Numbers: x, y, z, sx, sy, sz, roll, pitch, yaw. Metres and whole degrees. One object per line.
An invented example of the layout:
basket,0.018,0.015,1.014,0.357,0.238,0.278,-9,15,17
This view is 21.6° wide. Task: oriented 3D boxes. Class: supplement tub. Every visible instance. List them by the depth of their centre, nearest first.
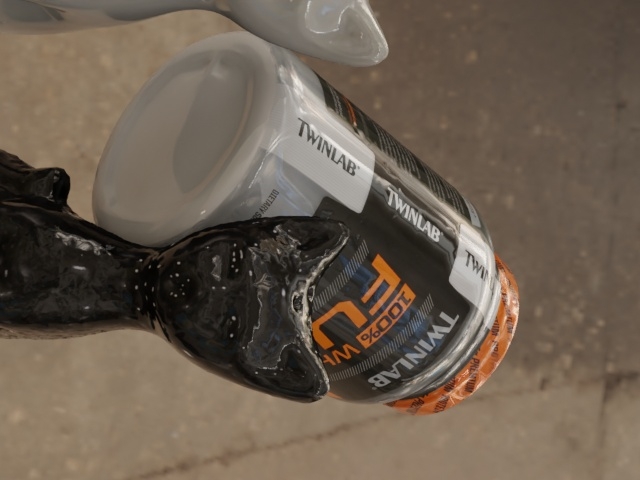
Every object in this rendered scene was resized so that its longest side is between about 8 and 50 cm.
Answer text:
supplement tub,0.000,0.000,0.762,0.190,0.117,0.117,36,69,-36

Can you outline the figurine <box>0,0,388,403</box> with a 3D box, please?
figurine,-0.073,-0.053,0.677,0.092,0.209,0.214,12,88,-64
